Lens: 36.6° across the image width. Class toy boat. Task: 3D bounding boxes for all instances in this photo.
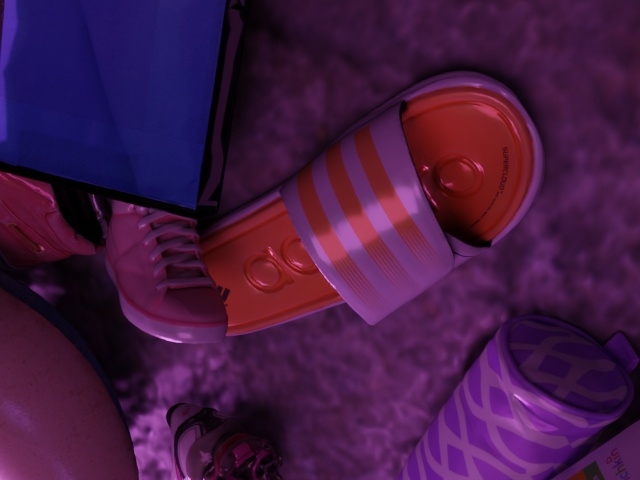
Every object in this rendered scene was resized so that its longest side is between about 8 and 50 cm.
[{"bbox_3d":[-0.286,0.096,0.666,0.318,0.148,0.267,-2,132,15],"label":"toy boat"}]

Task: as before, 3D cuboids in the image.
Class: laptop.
[{"bbox_3d":[-0.177,-0.132,0.448,0.136,0.264,0.234,28,114,46],"label":"laptop"}]

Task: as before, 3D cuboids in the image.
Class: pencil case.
[{"bbox_3d":[0.104,0.137,0.582,0.088,0.086,0.206,5,132,-25],"label":"pencil case"}]

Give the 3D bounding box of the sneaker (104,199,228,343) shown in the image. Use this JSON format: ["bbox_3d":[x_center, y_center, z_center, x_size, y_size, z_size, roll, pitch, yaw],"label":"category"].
[{"bbox_3d":[-0.090,0.004,0.555,0.051,0.134,0.070,0,113,-30],"label":"sneaker"}]

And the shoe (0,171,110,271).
[{"bbox_3d":[-0.193,-0.060,0.581,0.081,0.063,0.178,-8,122,22],"label":"shoe"}]

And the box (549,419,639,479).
[{"bbox_3d":[0.217,0.196,0.513,0.203,0.114,0.103,36,114,-26],"label":"box"}]

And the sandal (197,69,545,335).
[{"bbox_3d":[0.006,0.008,0.540,0.265,0.076,0.102,-30,107,31],"label":"sandal"}]

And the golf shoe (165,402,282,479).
[{"bbox_3d":[-0.069,0.192,0.696,0.086,0.067,0.186,29,133,37],"label":"golf shoe"}]
